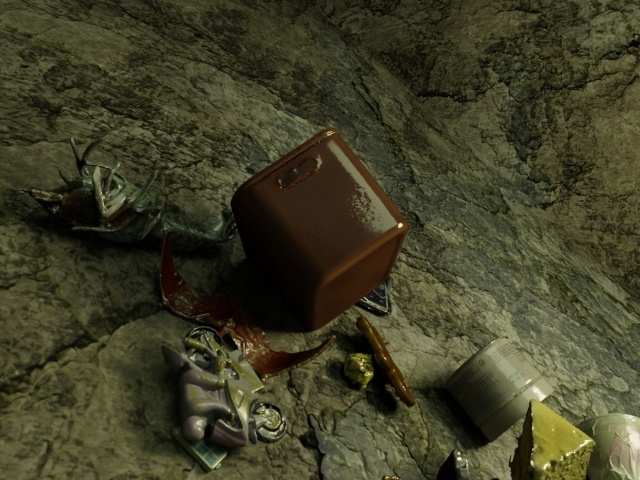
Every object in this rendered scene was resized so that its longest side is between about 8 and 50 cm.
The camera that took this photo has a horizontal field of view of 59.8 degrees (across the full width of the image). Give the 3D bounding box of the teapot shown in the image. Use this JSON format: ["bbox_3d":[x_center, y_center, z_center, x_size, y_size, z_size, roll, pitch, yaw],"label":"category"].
[{"bbox_3d":[0.679,0.521,1.274,0.163,0.221,0.178,-1,41,13],"label":"teapot"}]

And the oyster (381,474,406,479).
[{"bbox_3d":[0.136,0.444,0.896,0.103,0.051,0.148,-14,88,-40],"label":"oyster"}]

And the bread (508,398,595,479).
[{"bbox_3d":[0.387,0.429,0.977,0.142,0.266,0.178,3,29,1],"label":"bread"}]

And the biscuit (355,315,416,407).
[{"bbox_3d":[0.133,0.250,1.139,0.205,0.031,0.138,59,5,35],"label":"biscuit"}]

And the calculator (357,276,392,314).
[{"bbox_3d":[0.055,0.077,1.345,0.274,0.028,0.165,27,32,-14],"label":"calculator"}]

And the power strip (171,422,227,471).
[{"bbox_3d":[-0.179,0.301,0.824,0.090,0.016,0.040,42,32,9],"label":"power strip"}]

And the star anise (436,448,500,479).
[{"bbox_3d":[0.213,0.450,0.847,0.283,0.129,0.212,34,50,-30],"label":"star anise"}]

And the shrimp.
[{"bbox_3d":[-0.340,-0.061,1.039,0.410,0.166,0.221,29,-6,-37],"label":"shrimp"}]

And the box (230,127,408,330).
[{"bbox_3d":[0.000,0.000,1.074,0.239,0.339,0.229,-34,72,-14],"label":"box"}]

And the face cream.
[{"bbox_3d":[0.381,0.316,1.194,0.177,0.177,0.153,-7,51,-49],"label":"face cream"}]

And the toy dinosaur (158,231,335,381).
[{"bbox_3d":[-0.158,0.117,1.002,0.206,0.113,0.327,-14,55,-49],"label":"toy dinosaur"}]

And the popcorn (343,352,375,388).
[{"bbox_3d":[0.082,0.253,1.105,0.083,0.059,0.068,30,15,-43],"label":"popcorn"}]

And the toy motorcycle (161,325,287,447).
[{"bbox_3d":[-0.160,0.235,0.844,0.225,0.073,0.152,47,40,15],"label":"toy motorcycle"}]
